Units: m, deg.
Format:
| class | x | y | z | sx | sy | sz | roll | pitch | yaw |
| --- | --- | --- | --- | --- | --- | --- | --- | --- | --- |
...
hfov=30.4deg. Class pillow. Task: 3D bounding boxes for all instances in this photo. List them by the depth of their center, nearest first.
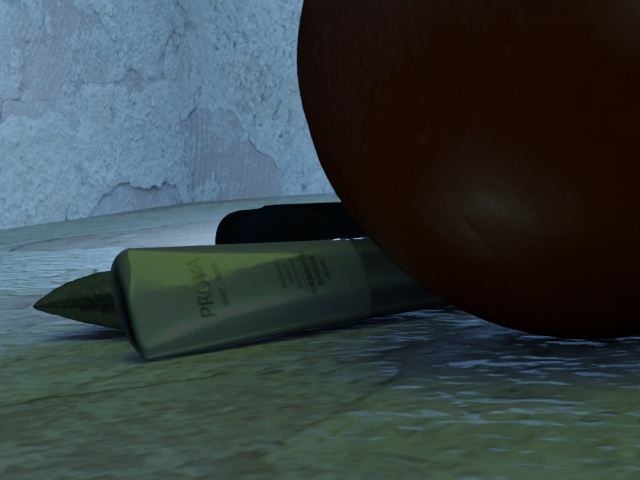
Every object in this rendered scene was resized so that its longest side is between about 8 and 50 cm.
| class | x | y | z | sx | sy | sz | roll | pitch | yaw |
| --- | --- | --- | --- | --- | --- | --- | --- | --- | --- |
| pillow | -0.089 | 0.033 | 0.899 | 0.148 | 0.050 | 0.229 | 3 | 5 | 32 |

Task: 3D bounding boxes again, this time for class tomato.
| class | x | y | z | sx | sy | sz | roll | pitch | yaw |
| --- | --- | --- | --- | --- | --- | --- | --- | --- | --- |
| tomato | 0.136 | -0.102 | 0.666 | 0.321 | 0.322 | 0.321 | -5 | 4 | 0 |

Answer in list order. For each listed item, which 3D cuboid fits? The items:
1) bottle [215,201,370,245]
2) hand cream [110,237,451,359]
| class | x | y | z | sx | sy | sz | roll | pitch | yaw |
| --- | --- | --- | --- | --- | --- | --- | --- | --- | --- |
| bottle | 0.000 | 0.000 | 1.034 | 0.244 | 0.072 | 0.082 | -1 | 46 | 47 |
| hand cream | -0.010 | 0.031 | 0.777 | 0.255 | 0.079 | 0.048 | -4 | -39 | -26 |
